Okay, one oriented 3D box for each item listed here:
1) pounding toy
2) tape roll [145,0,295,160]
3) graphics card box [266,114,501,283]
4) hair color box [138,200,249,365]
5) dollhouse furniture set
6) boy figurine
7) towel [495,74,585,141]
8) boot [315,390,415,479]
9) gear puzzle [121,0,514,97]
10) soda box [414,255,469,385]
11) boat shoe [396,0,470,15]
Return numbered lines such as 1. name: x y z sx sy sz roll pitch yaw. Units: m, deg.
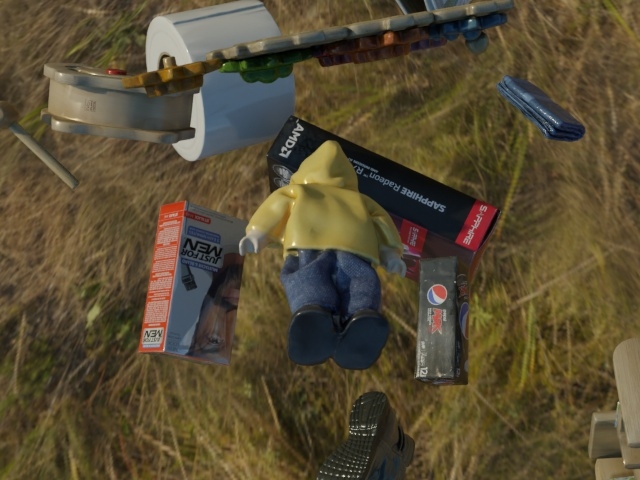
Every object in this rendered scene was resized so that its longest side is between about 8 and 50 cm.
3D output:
1. pounding toy: -0.305 -0.157 1.392 0.269 0.154 0.155 6 103 -8
2. tape roll: -0.171 -0.269 1.716 0.169 0.246 0.246 -18 113 -24
3. graphics card box: 0.094 -0.048 1.677 0.371 0.233 0.094 27 70 10
4. hair color box: -0.138 0.049 1.135 0.093 0.053 0.167 18 73 -40
5. dollhouse furniture set: 0.352 0.140 0.875 0.242 0.161 0.212 -5 143 7
6. boy figurine: 0.000 0.000 1.091 0.177 0.285 0.092 4 132 -11
7. towel: 0.279 -0.166 1.301 0.067 0.119 0.029 4 125 -40
8. boot: 0.086 0.383 1.671 0.083 0.246 0.161 -3 132 36
9. gear puzzle: -0.005 -0.161 0.899 0.339 0.175 0.044 -13 101 -19
10. soda box: 0.166 0.109 1.383 0.060 0.053 0.169 -6 70 28
11. boat shoe: 0.096 -0.399 1.387 0.320 0.118 0.103 40 76 -42
